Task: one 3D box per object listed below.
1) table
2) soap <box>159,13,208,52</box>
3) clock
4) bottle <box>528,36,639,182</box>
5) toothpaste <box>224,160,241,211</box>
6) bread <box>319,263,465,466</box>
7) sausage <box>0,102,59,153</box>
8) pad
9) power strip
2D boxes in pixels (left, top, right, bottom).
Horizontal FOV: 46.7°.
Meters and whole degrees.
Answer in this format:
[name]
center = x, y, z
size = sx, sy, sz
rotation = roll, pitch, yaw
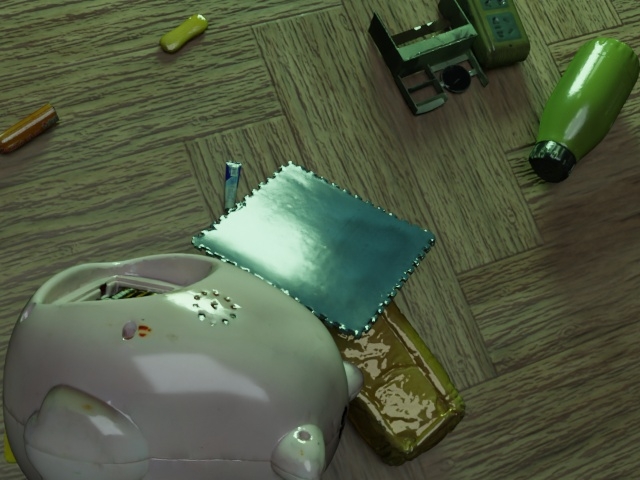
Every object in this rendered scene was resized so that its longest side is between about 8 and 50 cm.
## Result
[table]
center = 0.185, -0.316, 1.236
size = 0.146, 0.062, 0.175
rotation = -24, 77, -17
[soap]
center = -0.218, -0.331, 1.186
size = 0.089, 0.012, 0.034
rotation = -41, 85, -19
[clock]
center = -0.152, 0.155, 0.860
size = 0.376, 0.368, 0.250
rotation = 7, 104, 12
[bottle]
center = 0.427, -0.211, 1.223
size = 0.112, 0.112, 0.260
rotation = 35, 70, 0
[toothpaste]
center = -0.135, -0.083, 1.129
size = 0.024, 0.015, 0.083
rotation = 5, 67, -8
[bread]
center = 0.078, 0.169, 1.040
size = 0.152, 0.119, 0.288
rotation = -35, 82, -15
[sausage]
center = -0.433, -0.160, 1.084
size = 0.107, 0.031, 0.031
rotation = -41, 85, -19
[pad]
center = 0.000, 0.000, 1.036
size = 0.269, 0.012, 0.269
rotation = 30, 42, 16
[power strip]
center = 0.262, -0.482, 1.298
size = 0.092, 0.066, 0.387
rotation = -15, 77, -17
